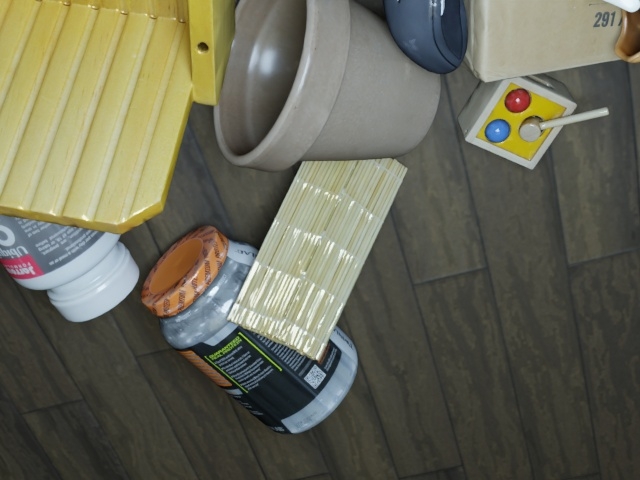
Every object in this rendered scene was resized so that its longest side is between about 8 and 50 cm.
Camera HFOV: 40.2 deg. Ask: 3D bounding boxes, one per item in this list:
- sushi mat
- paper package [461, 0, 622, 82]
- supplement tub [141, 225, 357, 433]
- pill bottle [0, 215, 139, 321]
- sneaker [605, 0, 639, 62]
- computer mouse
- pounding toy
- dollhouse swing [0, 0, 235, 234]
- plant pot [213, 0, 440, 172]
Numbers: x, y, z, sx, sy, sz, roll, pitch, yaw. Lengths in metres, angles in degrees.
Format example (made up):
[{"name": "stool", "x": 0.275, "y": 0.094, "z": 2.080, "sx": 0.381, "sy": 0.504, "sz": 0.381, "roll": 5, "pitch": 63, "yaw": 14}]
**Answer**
[{"name": "sushi mat", "x": 0.000, "y": 0.000, "z": 1.236, "sx": 0.151, "sy": 0.019, "sz": 0.316, "roll": 28, "pitch": 80, "yaw": -16}, {"name": "paper package", "x": 0.299, "y": -0.360, "z": 0.993, "sx": 0.325, "sy": 0.168, "sz": 0.309, "roll": -12, "pitch": 125, "yaw": -8}, {"name": "supplement tub", "x": -0.106, "y": 0.134, "z": 1.326, "sx": 0.194, "sy": 0.193, "sz": 0.316, "roll": -34, "pitch": 118, "yaw": 19}, {"name": "pill bottle", "x": -0.386, "y": -0.045, "z": 1.211, "sx": 0.176, "sy": 0.176, "sz": 0.318, "roll": -21, "pitch": 121, "yaw": 12}, {"name": "sneaker", "x": 0.334, "y": -0.303, "z": 0.873, "sx": 0.123, "sy": 0.106, "sz": 0.290, "roll": -22, "pitch": 127, "yaw": -3}, {"name": "computer mouse", "x": 0.075, "y": -0.313, "z": 0.980, "sx": 0.060, "sy": 0.184, "sz": 0.262, "roll": -31, "pitch": 128, "yaw": -33}, {"name": "pounding toy", "x": 0.286, "y": -0.171, "z": 1.189, "sx": 0.141, "sy": 0.100, "sz": 0.130, "roll": 21, "pitch": 121, "yaw": -14}, {"name": "dollhouse swing", "x": -0.298, "y": -0.232, "z": 0.969, "sx": 0.347, "sy": 0.304, "sz": 0.315, "roll": 10, "pitch": 141, "yaw": 3}, {"name": "plant pot", "x": 0.019, "y": -0.202, "z": 1.101, "sx": 0.229, "sy": 0.263, "sz": 0.263, "roll": 9, "pitch": 124, "yaw": -29}]
